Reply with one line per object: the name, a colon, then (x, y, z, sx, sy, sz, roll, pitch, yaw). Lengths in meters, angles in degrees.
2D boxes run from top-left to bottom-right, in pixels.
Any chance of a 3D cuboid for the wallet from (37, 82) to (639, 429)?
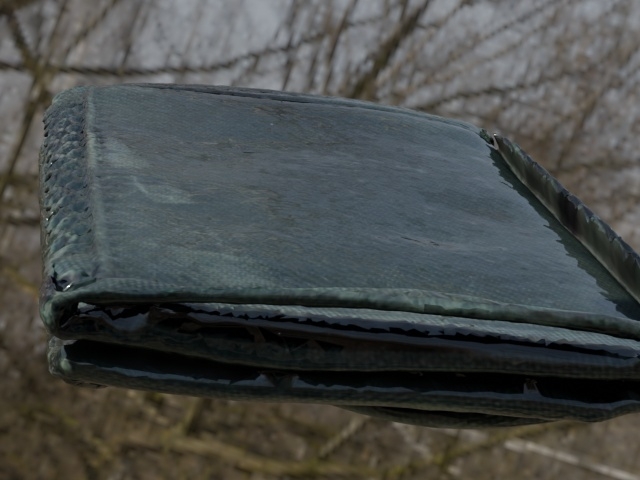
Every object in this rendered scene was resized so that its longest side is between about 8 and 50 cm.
wallet: (0.000, 0.000, 0.701, 0.237, 0.075, 0.342, 2, 16, -10)
